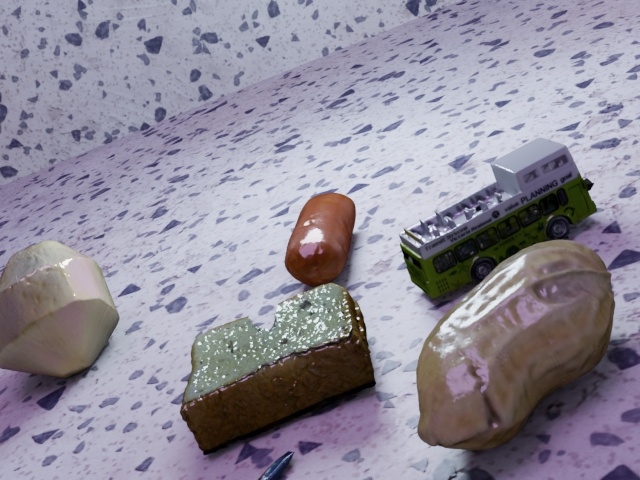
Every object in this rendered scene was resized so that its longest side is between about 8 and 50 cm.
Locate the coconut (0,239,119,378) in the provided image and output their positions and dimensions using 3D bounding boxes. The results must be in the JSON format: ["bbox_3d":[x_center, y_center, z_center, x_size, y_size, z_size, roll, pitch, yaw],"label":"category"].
[{"bbox_3d":[-0.498,0.139,1.726,0.259,0.259,0.259,-20,22,9],"label":"coconut"}]

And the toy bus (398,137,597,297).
[{"bbox_3d":[0.270,-0.033,1.455,0.302,0.139,0.113,-29,20,-8],"label":"toy bus"}]

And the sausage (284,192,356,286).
[{"bbox_3d":[0.000,0.000,1.688,0.114,0.113,0.259,-17,22,16],"label":"sausage"}]

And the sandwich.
[{"bbox_3d":[-0.060,0.173,1.375,0.273,0.095,0.249,-23,19,4],"label":"sandwich"}]

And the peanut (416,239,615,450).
[{"bbox_3d":[0.232,0.127,1.125,0.340,0.158,0.174,-36,55,-19],"label":"peanut"}]

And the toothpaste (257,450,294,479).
[{"bbox_3d":[-0.061,0.298,1.192,0.027,0.019,0.083,-35,6,47],"label":"toothpaste"}]
